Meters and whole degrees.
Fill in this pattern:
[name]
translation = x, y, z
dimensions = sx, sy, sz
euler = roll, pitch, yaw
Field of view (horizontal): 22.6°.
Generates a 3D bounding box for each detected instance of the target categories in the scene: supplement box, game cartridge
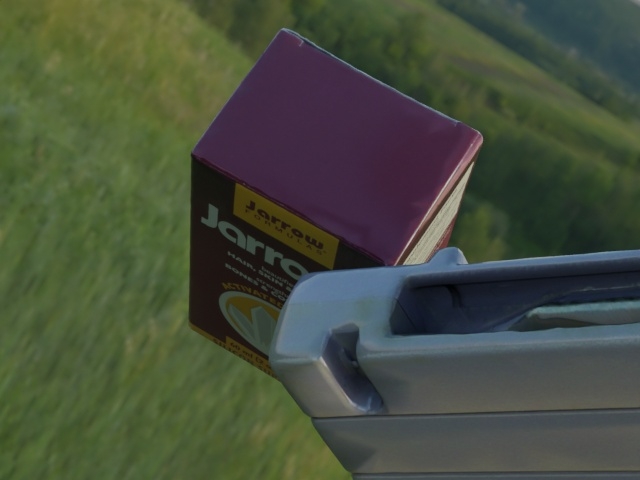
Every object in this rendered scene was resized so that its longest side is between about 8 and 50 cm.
[supplement box]
translation = 0.000, 0.000, 0.760
dimensions = 0.104, 0.081, 0.188
euler = 30, -25, 10
[game cartridge]
translation = 0.183, 0.086, 0.579
dimensions = 0.355, 0.068, 0.230
euler = -5, -41, 31
